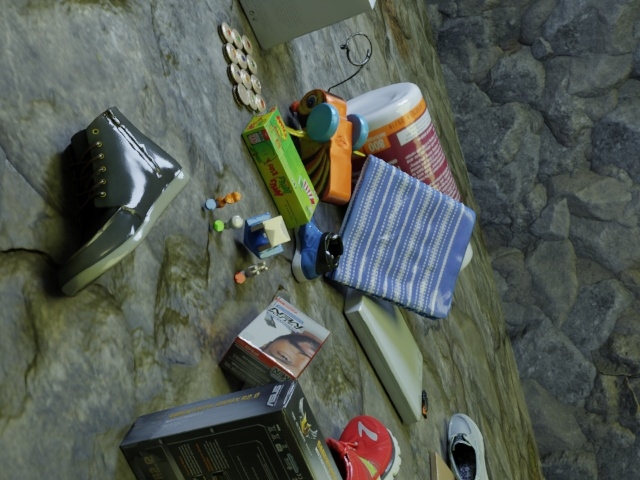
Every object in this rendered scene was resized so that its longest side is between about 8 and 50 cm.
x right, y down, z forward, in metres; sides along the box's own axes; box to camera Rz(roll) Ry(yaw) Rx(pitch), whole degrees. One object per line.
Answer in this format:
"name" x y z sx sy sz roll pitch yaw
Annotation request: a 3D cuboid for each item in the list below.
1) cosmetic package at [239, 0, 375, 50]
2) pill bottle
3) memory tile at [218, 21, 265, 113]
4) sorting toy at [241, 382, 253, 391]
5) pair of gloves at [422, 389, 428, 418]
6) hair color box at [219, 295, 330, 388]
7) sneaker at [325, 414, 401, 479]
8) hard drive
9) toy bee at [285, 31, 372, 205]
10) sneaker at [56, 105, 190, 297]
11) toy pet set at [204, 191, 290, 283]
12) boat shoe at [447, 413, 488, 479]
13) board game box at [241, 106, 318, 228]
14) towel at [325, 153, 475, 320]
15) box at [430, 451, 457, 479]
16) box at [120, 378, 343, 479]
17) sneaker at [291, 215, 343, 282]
"cosmetic package" -0.014 -0.484 1.541 0.224 0.225 0.138 -73 141 -57
"pill bottle" 0.168 -0.110 1.737 0.224 0.224 0.392 -67 136 -62
"memory tile" -0.129 -0.286 1.380 0.113 0.012 0.148 11 64 -68
"sorting toy" -0.071 0.204 1.100 0.083 0.045 0.075 62 3 -30
"pair of gloves" 0.224 0.346 1.830 0.074 0.010 0.083 -84 151 -49
"hair color box" -0.056 0.142 1.095 0.093 0.053 0.167 35 21 4
"sneaker" 0.041 0.327 1.202 0.118 0.107 0.279 62 21 -15
"hard drive" 0.132 0.192 1.663 0.307 0.040 0.203 61 22 -29
"toy bee" 0.013 -0.211 1.530 0.195 0.162 0.298 38 68 -35
"sneaker" -0.228 -0.042 0.831 0.118 0.083 0.222 46 34 -16
"toy pet set" -0.109 -0.006 1.164 0.114 0.065 0.122 -20 90 -36
"boat shoe" 0.333 0.479 1.886 0.227 0.079 0.081 -97 162 -49
"board game box" -0.064 -0.121 1.373 0.092 0.043 0.181 -72 141 -60
"towel" 0.168 0.006 1.574 0.336 0.040 0.243 23 84 -41
"box" 0.273 0.579 1.753 0.201 0.021 0.164 -85 152 -46
"box" -0.067 0.265 0.826 0.231 0.183 0.056 67 21 -16
"sneaker" 0.000 0.001 1.385 0.152 0.085 0.058 -85 151 -48
